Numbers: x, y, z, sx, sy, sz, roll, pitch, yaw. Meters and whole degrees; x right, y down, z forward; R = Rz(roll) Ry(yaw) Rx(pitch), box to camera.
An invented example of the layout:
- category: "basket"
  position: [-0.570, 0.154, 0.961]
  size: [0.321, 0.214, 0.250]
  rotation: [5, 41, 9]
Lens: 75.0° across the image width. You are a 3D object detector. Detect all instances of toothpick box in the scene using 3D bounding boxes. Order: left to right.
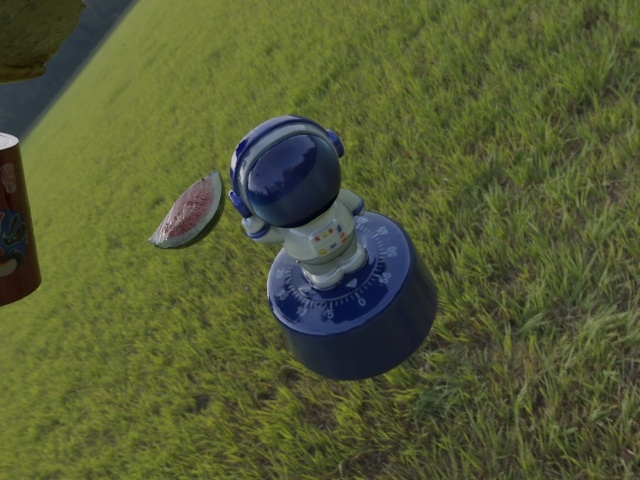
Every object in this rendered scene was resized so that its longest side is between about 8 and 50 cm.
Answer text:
- category: "toothpick box"
  position: [-0.727, -0.045, 0.876]
  size: [0.204, 0.204, 0.333]
  rotation: [-133, 44, -54]

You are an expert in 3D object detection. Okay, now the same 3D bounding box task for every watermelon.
- category: "watermelon"
  position: [-0.310, -0.060, 1.011]
  size: [0.245, 0.119, 0.063]
  rotation: [-48, -9, -2]

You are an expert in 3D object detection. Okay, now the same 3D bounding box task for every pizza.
- category: "pizza"
  position: [-0.411, -0.319, 0.597]
  size: [0.262, 0.034, 0.181]
  rotation: [-52, 2, -20]

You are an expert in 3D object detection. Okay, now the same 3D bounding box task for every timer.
- category: "timer"
  position: [0.000, 0.000, 0.594]
  size: [0.270, 0.383, 0.270]
  rotation: [-15, 45, 15]
